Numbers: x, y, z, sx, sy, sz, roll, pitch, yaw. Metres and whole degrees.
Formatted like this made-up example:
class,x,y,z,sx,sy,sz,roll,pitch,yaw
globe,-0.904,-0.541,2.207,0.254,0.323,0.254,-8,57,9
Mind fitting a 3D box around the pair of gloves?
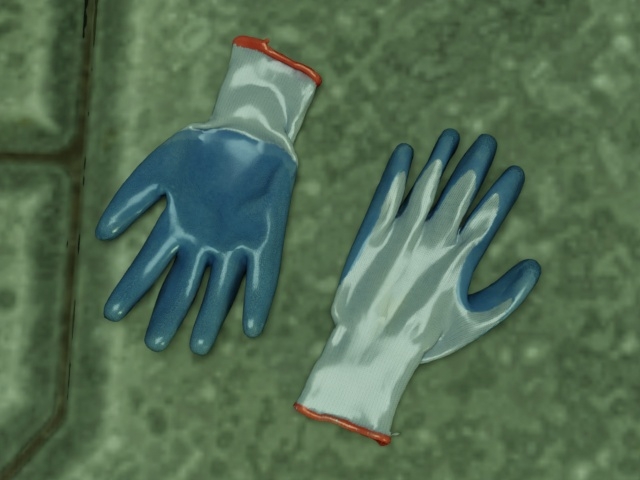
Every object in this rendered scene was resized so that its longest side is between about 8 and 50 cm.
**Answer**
class,x,y,z,sx,sy,sz,roll,pitch,yaw
pair of gloves,0.000,0.000,0.751,0.198,0.023,0.159,24,80,9
